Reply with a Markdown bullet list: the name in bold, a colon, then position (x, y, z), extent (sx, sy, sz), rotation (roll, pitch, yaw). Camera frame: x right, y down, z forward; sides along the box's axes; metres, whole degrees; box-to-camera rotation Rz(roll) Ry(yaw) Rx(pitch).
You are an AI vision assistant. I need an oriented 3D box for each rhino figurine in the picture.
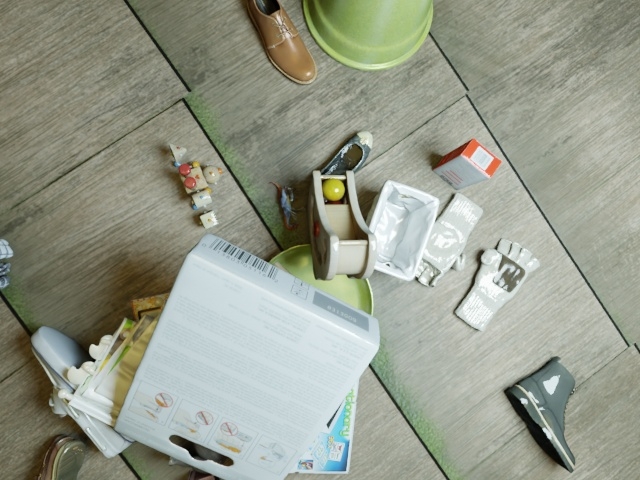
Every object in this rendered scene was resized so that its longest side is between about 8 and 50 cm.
- **rhino figurine**: position (-0.205, 0.321, 0.750), extent (0.106, 0.073, 0.243), rotation (11, 106, -9)

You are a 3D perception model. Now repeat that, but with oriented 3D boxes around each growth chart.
- **growth chart**: position (-0.312, 0.218, 0.722), extent (0.172, 0.021, 0.237), rotation (45, 78, -13)

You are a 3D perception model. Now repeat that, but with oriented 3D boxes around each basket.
- **basket**: position (0.141, -0.017, 0.806), extent (0.113, 0.103, 0.167), rotation (20, 86, -5)

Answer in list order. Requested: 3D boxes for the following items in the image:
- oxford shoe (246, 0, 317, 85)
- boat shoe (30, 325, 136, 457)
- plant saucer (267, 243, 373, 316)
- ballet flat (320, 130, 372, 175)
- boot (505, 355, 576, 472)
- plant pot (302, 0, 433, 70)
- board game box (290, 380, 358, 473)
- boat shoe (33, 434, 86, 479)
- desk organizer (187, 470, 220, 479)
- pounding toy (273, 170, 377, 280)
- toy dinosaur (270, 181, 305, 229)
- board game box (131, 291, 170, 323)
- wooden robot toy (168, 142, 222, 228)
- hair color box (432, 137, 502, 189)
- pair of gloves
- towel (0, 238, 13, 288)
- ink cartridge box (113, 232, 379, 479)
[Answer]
- **oxford shoe**: position (-0.078, -0.402, 0.809), extent (0.076, 0.076, 0.212), rotation (-36, 94, -8)
- **boat shoe**: position (-0.437, 0.277, 0.747), extent (0.088, 0.096, 0.267), rotation (-40, 101, -10)
- **plant saucer**: position (-0.017, 0.127, 0.818), extent (0.241, 0.037, 0.241), rotation (0, 90, -6)
- **ballet flat**: position (0.047, -0.151, 0.826), extent (0.057, 0.049, 0.173), rotation (41, 85, -2)
- **boot**: position (0.496, 0.356, 0.850), extent (0.137, 0.077, 0.198), rotation (-33, 93, -11)
- **plant pot**: position (0.113, -0.495, 0.741), extent (0.276, 0.254, 0.276), rotation (0, 88, -6)
- **board game box**: position (-0.029, 0.288, 0.776), extent (0.193, 0.053, 0.305), rotation (4, 100, -6)
- **boat shoe**: position (-0.488, 0.445, 0.754), extent (0.060, 0.064, 0.178), rotation (14, 85, 25)
- **desk organizer**: position (-0.209, 0.503, 0.783), extent (0.050, 0.047, 0.130), rotation (-15, 90, -9)
- **pounding toy**: position (0.000, 0.000, 0.713), extent (0.154, 0.154, 0.270), rotation (-1, 65, -12)
- **toy dinosaur**: position (-0.064, -0.066, 0.829), extent (0.090, 0.047, 0.082), rotation (24, 106, 36)
- **board game box**: position (-0.261, 0.190, 0.786), extent (0.146, 0.045, 0.194), rotation (-11, 90, -6)
- **wooden robot toy**: position (-0.222, -0.115, 0.790), extent (0.079, 0.076, 0.173), rotation (-24, 91, -17)
- **hair color box**: position (0.281, -0.145, 0.804), extent (0.072, 0.141, 0.043), rotation (38, 85, -4)
- **pair of gloves**: position (0.310, 0.044, 0.853), extent (0.240, 0.042, 0.204), rotation (43, 85, -2)
- **towel**: position (-0.693, 0.068, 0.653), extent (0.283, 0.235, 0.121), rotation (-5, 92, -5)
- **ink cartridge box**: position (-0.130, 0.222, 0.681), extent (0.308, 0.091, 0.385), rotation (27, 112, -6)
